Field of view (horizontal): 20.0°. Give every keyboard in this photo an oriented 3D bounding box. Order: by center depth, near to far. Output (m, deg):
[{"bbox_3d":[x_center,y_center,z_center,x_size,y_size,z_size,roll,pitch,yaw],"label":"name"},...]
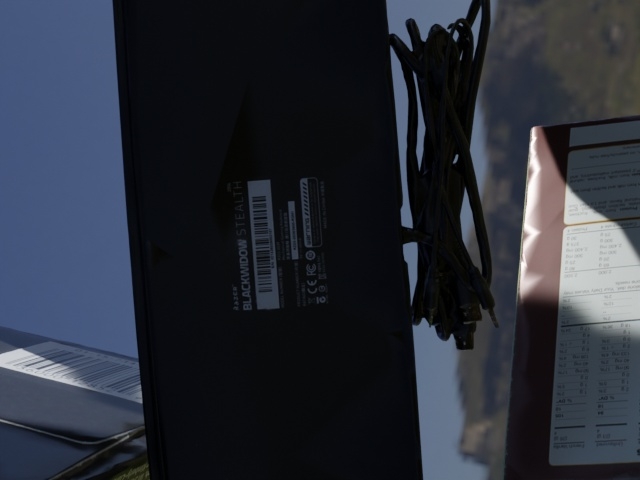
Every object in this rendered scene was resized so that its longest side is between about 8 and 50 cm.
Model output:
[{"bbox_3d":[0.000,0.000,0.487,0.038,0.100,0.192,-10,-84,-83],"label":"keyboard"}]

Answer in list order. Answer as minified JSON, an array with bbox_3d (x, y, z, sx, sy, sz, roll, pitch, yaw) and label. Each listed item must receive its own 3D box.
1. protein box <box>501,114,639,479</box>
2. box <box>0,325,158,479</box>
[{"bbox_3d":[0.189,0.072,0.909,0.200,0.136,0.201,55,-144,-50],"label":"protein box"},{"bbox_3d":[-0.164,0.098,0.552,0.163,0.247,0.142,-15,-64,-70],"label":"box"}]
